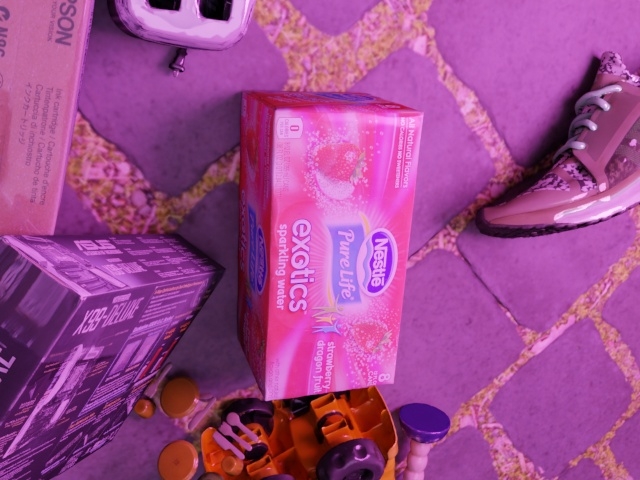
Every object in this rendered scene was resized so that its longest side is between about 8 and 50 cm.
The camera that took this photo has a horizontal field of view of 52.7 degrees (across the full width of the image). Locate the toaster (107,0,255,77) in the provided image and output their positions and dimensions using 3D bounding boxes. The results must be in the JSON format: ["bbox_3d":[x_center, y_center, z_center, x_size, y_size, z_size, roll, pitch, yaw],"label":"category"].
[{"bbox_3d":[-0.118,-0.250,0.553,0.129,0.146,0.226,6,107,-20],"label":"toaster"}]

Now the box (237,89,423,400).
[{"bbox_3d":[0.000,0.000,0.688,0.154,0.142,0.299,-3,110,-19],"label":"box"}]

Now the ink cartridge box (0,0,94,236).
[{"bbox_3d":[-0.240,-0.137,0.526,0.088,0.193,0.234,10,106,-21],"label":"ink cartridge box"}]

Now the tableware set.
[{"bbox_3d":[-0.149,0.220,0.729,0.104,0.154,0.024,-53,157,-13],"label":"tableware set"}]

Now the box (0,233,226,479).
[{"bbox_3d":[-0.221,0.111,0.570,0.077,0.307,0.242,35,97,7],"label":"box"}]

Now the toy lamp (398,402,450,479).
[{"bbox_3d":[0.122,0.366,0.902,0.080,0.080,0.274,0,109,-19],"label":"toy lamp"}]

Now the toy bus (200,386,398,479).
[{"bbox_3d":[-0.013,0.288,0.805,0.220,0.149,0.211,-21,131,-8],"label":"toy bus"}]

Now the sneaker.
[{"bbox_3d":[0.357,-0.132,0.795,0.410,0.158,0.182,-25,84,-7],"label":"sneaker"}]
